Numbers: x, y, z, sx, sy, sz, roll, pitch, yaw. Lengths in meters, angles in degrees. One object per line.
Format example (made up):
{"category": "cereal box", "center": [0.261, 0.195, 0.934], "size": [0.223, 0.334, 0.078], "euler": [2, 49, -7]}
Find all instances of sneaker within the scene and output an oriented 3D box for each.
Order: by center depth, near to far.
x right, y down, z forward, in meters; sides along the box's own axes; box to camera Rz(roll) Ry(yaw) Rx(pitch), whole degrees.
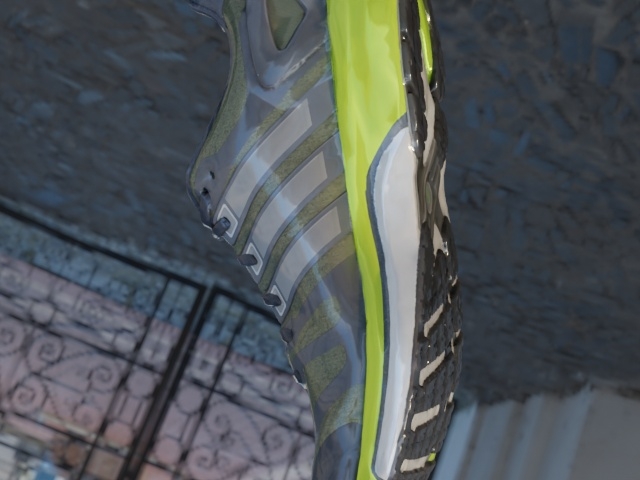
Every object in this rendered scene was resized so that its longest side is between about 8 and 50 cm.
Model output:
{"category": "sneaker", "center": [0.000, 0.000, 0.608], "size": [0.121, 0.299, 0.111], "euler": [-4, 173, 18]}
